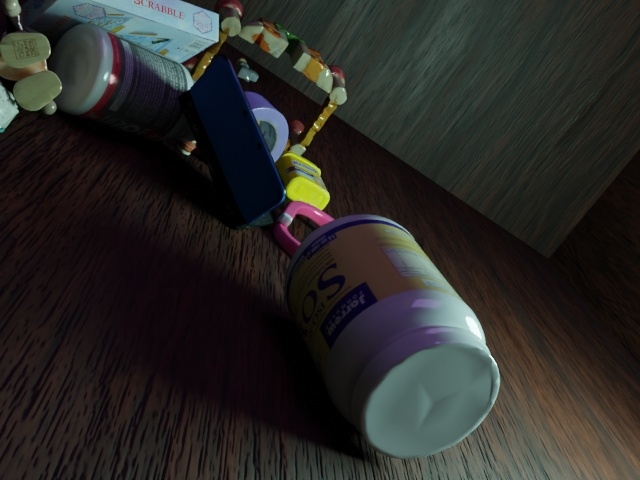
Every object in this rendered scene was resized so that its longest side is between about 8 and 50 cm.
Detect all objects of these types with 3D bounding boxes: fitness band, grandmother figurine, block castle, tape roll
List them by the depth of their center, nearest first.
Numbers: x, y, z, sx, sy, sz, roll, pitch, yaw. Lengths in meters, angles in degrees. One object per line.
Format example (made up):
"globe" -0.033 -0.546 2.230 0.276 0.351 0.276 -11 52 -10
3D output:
"grandmother figurine" -0.521 -0.325 1.347 0.104 0.208 0.342 -9 19 -21
"fitness band" 0.000 0.000 1.679 0.209 0.054 0.291 35 17 -2
"tape roll" -0.173 -0.240 1.760 0.189 0.189 0.080 17 24 -49
"block castle" -0.168 -0.478 2.262 0.453 0.303 0.213 29 24 -23

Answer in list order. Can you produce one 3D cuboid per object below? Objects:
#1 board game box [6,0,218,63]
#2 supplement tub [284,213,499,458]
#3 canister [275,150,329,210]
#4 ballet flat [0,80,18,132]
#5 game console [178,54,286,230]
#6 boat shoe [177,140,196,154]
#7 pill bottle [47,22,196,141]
"board game box" -0.425 -0.425 1.555 0.318 0.066 0.318 9 -13 -40
"supplement tub" 0.097 0.134 1.149 0.241 0.241 0.331 26 18 -31
"canister" -0.048 -0.153 1.986 0.126 0.073 0.170 28 19 -25
"ballet flat" -0.609 -0.288 1.098 0.409 0.147 0.147 24 20 -39
"game console" -0.139 -0.185 1.502 0.293 0.173 0.250 67 22 4
"boat shoe" -0.303 -0.236 1.746 0.049 0.043 0.137 27 16 -22
"pill bottle" -0.369 -0.301 1.551 0.318 0.176 0.176 14 27 -53
